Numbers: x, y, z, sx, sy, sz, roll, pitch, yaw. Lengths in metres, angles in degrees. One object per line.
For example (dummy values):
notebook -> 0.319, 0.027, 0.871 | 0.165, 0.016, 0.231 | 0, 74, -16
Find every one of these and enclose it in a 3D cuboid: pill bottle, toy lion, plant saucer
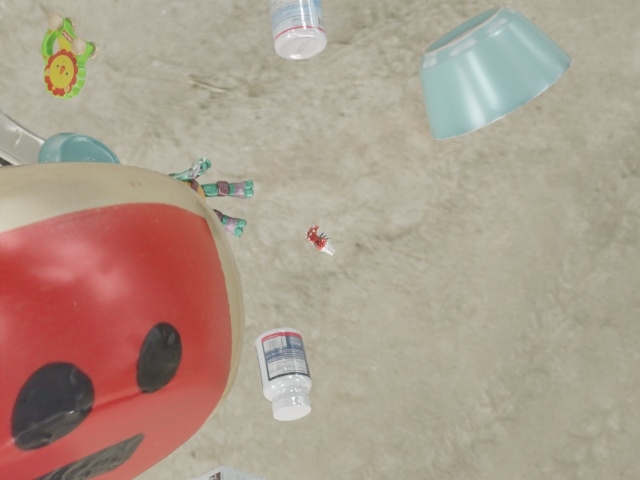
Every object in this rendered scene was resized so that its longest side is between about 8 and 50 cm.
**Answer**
pill bottle -> -0.041, -0.387, 1.423 | 0.087, 0.087, 0.160 | -3, 73, -15
toy lion -> -0.355, -0.249, 1.195 | 0.096, 0.100, 0.034 | -53, 154, 19
pill bottle -> -0.076, 0.290, 1.865 | 0.108, 0.108, 0.180 | -3, 57, -15
plant saucer -> -0.283, -0.086, 1.051 | 0.119, 0.119, 0.021 | 40, 130, -18

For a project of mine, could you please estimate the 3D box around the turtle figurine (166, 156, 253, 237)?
turtle figurine -> -0.249, -0.085, 1.656 | 0.234, 0.118, 0.175 | 12, 109, -34

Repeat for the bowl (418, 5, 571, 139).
bowl -> 0.321, -0.351, 1.725 | 0.312, 0.311, 0.163 | -34, 104, -8

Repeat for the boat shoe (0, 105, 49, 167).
boat shoe -> -0.479, -0.121, 1.378 | 0.335, 0.095, 0.112 | 42, 53, -22

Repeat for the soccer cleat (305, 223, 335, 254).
soccer cleat -> 0.000, 0.000, 1.402 | 0.036, 0.083, 0.029 | 36, 96, -26

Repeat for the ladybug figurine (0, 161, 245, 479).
ladybug figurine -> -0.211, 0.096, 0.575 | 0.449, 0.162, 0.305 | -14, 145, -52

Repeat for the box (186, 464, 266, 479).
box -> -0.188, 0.518, 1.520 | 0.181, 0.181, 0.119 | -33, 137, 28
